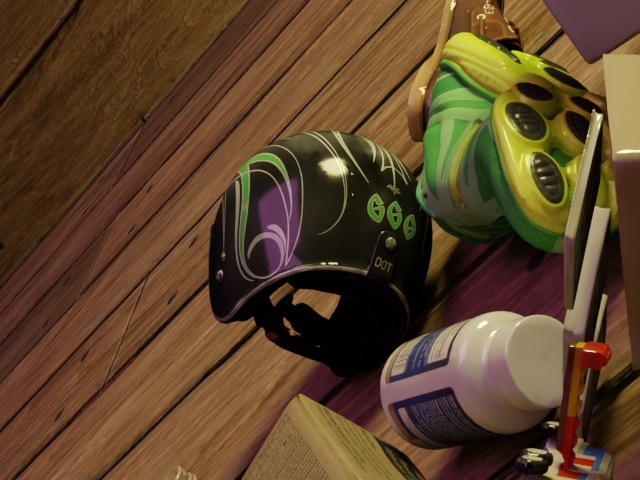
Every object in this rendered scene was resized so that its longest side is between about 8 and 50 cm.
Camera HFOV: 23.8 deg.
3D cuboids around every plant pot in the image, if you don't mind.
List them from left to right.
[{"bbox_3d":[0.180,-0.018,0.675,0.096,0.109,0.109,-5,30,11],"label":"plant pot"}]

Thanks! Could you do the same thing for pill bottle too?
[{"bbox_3d":[0.089,0.076,0.833,0.120,0.067,0.067,-27,30,59],"label":"pill bottle"}]

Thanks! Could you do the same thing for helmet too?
[{"bbox_3d":[0.000,0.000,1.100,0.169,0.169,0.162,-41,34,37],"label":"helmet"}]

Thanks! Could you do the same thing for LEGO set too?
[{"bbox_3d":[0.117,0.093,0.651,0.182,0.060,0.244,79,-156,-50],"label":"LEGO set"}]

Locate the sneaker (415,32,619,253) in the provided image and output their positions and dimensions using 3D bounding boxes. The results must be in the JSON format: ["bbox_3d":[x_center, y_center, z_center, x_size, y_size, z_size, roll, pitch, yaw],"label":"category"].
[{"bbox_3d":[0.130,-0.044,0.969,0.295,0.109,0.124,-103,30,-70],"label":"sneaker"}]

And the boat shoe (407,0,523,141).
[{"bbox_3d":[0.131,-0.150,1.246,0.073,0.073,0.207,-1,46,23],"label":"boat shoe"}]

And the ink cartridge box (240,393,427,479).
[{"bbox_3d":[-0.022,0.216,0.774,0.235,0.088,0.193,-58,15,2],"label":"ink cartridge box"}]

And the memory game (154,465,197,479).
[{"bbox_3d":[-0.161,0.268,1.263,0.186,0.012,0.186,-47,16,18],"label":"memory game"}]

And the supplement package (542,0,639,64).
[{"bbox_3d":[0.239,-0.264,0.862,0.177,0.175,0.293,-39,3,-40],"label":"supplement package"}]
